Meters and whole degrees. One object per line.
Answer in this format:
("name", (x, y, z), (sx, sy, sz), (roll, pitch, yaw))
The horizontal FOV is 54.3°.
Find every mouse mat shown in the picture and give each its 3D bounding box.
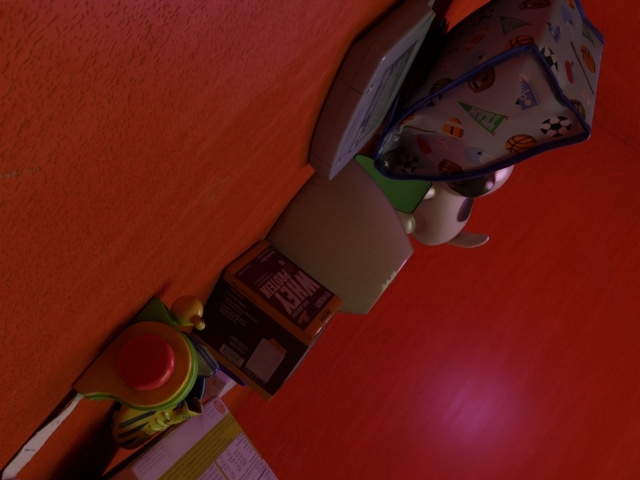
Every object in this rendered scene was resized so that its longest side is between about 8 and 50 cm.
("mouse mat", (0.150, -0.129, 1.449), (0.152, 0.190, 0.007), (116, -6, -59))

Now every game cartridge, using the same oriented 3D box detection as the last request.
("game cartridge", (0.071, -0.229, 0.984), (0.198, 0.062, 0.297), (-44, 169, -31))

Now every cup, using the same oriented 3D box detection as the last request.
("cup", (0.050, 0.017, 1.293), (0.331, 0.237, 0.331), (-52, 172, -10))

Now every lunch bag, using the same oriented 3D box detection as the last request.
("lunch bag", (0.290, -0.288, 1.171), (0.386, 0.239, 0.327), (-21, -152, 44))

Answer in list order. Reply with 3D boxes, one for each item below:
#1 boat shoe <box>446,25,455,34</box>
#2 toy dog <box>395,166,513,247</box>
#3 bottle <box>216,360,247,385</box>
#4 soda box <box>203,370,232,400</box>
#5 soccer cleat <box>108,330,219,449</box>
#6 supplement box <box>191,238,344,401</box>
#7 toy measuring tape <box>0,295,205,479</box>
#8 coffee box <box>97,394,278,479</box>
("boat shoe", (0.313, -0.424, 1.437), (0.075, 0.083, 0.226), (-53, 172, 8))
("toy dog", (0.301, -0.150, 1.542), (0.285, 0.395, 0.408), (-39, 175, -29))
("bottle", (-0.136, 0.219, 1.539), (0.283, 0.118, 0.092), (-49, 164, -25))
("soda box", (-0.252, 0.353, 1.652), (0.074, 0.069, 0.216), (-54, 173, 13))
("soccer cleat", (-0.256, 0.268, 1.014), (0.289, 0.121, 0.093), (-57, 172, 31))
("supplement box", (-0.099, 0.144, 1.133), (0.194, 0.191, 0.129), (-57, 172, 35))
("toy measuring tape", (-0.254, 0.210, 0.790), (0.330, 0.121, 0.121), (-51, 172, -15))
("coffee box", (-0.273, 0.546, 1.101), (0.338, 0.334, 0.338), (-38, 176, 13))
